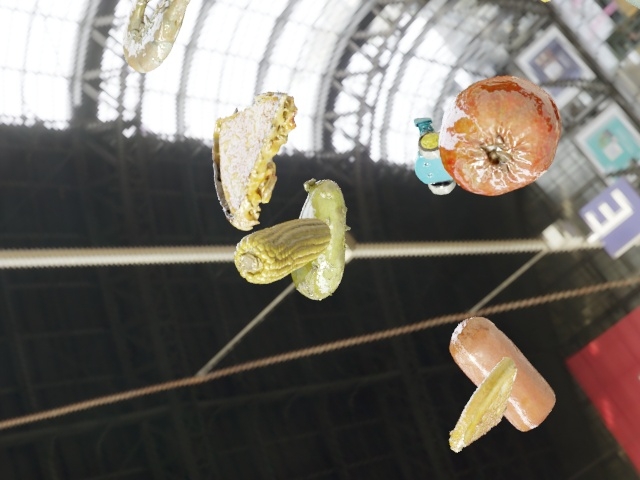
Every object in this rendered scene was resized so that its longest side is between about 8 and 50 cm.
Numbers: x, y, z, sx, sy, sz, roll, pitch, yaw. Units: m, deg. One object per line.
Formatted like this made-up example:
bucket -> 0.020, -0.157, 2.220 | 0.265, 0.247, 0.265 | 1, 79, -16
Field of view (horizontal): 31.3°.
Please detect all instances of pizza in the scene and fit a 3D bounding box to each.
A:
pizza -> -0.135, -0.194, 2.198 | 0.074, 0.287, 0.251 | 10, -153, -33
pizza -> 0.279, 0.277, 1.924 | 0.041, 0.178, 0.131 | 29, -178, 29

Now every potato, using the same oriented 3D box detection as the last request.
potato -> 0.000, 0.000, 2.057 | 0.090, 0.225, 0.117 | -11, -156, -43

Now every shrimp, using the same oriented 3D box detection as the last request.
shrimp -> -0.308, -0.442, 2.191 | 0.059, 0.254, 0.145 | 0, -145, -47

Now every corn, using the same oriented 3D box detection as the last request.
corn -> -0.052, 0.013, 1.757 | 0.080, 0.080, 0.231 | 52, -153, 10

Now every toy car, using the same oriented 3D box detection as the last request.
toy car -> 0.234, -0.158, 1.909 | 0.126, 0.162, 0.098 | 62, -161, -54

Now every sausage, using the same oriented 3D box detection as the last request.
sausage -> 0.354, 0.256, 2.264 | 0.259, 0.114, 0.113 | 48, -154, -19

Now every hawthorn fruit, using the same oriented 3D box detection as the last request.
hawthorn fruit -> 0.244, -0.154, 1.568 | 0.165, 0.165, 0.285 | 45, -165, -2

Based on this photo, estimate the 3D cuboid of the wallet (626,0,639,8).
wallet -> 0.474, -0.365, 1.366 | 0.083, 0.252, 0.360 | 48, -169, -28
